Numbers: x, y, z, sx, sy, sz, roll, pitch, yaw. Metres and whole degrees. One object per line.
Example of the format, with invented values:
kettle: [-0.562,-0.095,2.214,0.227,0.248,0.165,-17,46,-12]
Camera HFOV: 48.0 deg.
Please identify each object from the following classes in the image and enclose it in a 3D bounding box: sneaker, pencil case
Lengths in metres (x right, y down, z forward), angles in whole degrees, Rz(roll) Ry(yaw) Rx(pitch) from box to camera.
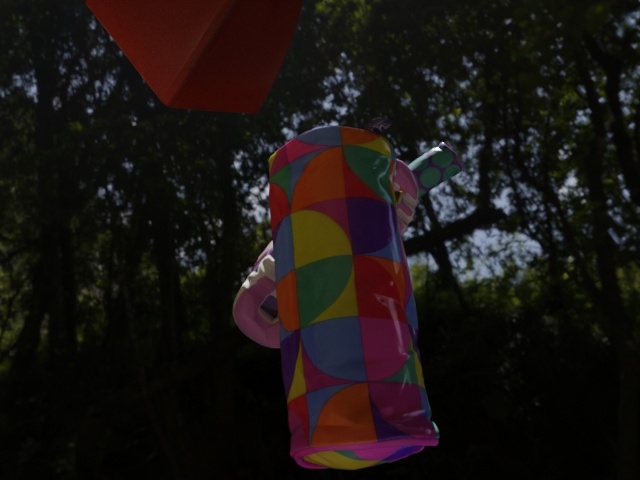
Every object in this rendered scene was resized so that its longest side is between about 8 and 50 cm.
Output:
sneaker: [0.000,0.000,0.754,0.095,0.104,0.236,42,-81,-13]
pencil case: [0.182,-0.109,1.294,0.151,0.064,0.070,-37,-68,-3]
pencil case: [0.021,0.033,0.492,0.104,0.237,0.104,-3,-23,-1]

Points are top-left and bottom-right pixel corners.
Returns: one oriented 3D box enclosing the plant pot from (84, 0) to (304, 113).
plant pot: [-0.189,-0.402,1.244,0.236,0.267,0.267,-45,-16,27]
